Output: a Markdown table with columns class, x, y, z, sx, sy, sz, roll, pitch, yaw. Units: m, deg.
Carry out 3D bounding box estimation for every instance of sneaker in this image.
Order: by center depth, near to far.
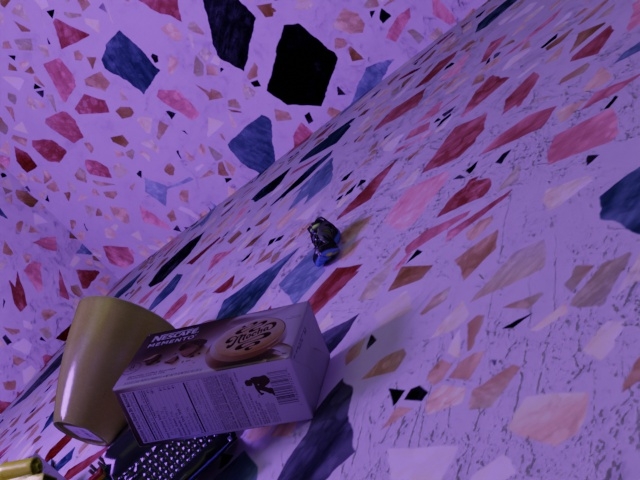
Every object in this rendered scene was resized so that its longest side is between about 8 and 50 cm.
| class | x | y | z | sx | sy | sz | roll | pitch | yaw |
| --- | --- | --- | --- | --- | --- | --- | --- | --- | --- |
| sneaker | 0.000 | 0.000 | 1.880 | 0.067 | 0.078 | 0.188 | -39 | 14 | 17 |

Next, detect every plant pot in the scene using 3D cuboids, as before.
| class | x | y | z | sx | sy | sz | roll | pitch | yaw |
| --- | --- | --- | --- | --- | --- | --- | --- | --- | --- |
| plant pot | -0.509 | 0.325 | 2.020 | 0.275 | 0.275 | 0.293 | -27 | 37 | 50 |

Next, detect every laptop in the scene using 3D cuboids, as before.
| class | x | y | z | sx | sy | sz | roll | pitch | yaw |
| --- | --- | --- | --- | --- | --- | --- | --- | --- | --- |
| laptop | -0.270 | 0.354 | 1.396 | 0.234 | 0.136 | 0.264 | -42 | 49 | 1 |

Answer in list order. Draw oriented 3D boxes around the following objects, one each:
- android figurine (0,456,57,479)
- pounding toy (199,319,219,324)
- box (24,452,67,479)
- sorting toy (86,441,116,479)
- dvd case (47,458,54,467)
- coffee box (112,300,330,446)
| class | x | y | z | sx | sy | sz | roll | pitch | yaw |
| --- | --- | --- | --- | --- | --- | --- | --- | --- | --- |
| android figurine | -0.620 | 0.562 | 1.696 | 0.273 | 0.056 | 0.248 | -14 | 56 | 20 |
| pounding toy | -0.314 | 0.254 | 1.745 | 0.154 | 0.154 | 0.269 | -4 | 34 | 33 |
| box | -0.686 | 0.601 | 1.895 | 0.181 | 0.119 | 0.182 | -35 | 15 | 30 |
| sorting toy | -0.427 | 0.459 | 1.747 | 0.132 | 0.046 | 0.274 | -43 | 13 | -1 |
| dvd case | -0.724 | 0.615 | 2.193 | 0.087 | 0.013 | 0.119 | -45 | 14 | -9 |
| coffee box | -0.152 | 0.211 | 1.345 | 0.297 | 0.118 | 0.168 | -13 | 23 | 17 |
